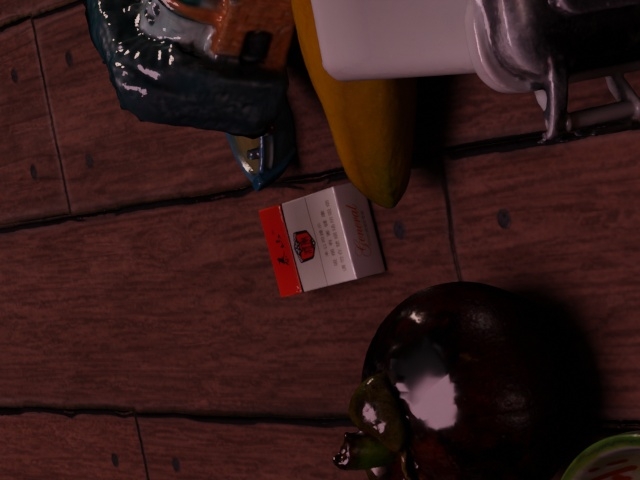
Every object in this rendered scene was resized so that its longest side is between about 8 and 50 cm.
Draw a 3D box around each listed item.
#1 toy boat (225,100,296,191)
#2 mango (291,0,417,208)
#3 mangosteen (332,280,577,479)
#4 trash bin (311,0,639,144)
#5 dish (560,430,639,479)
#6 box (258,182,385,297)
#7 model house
[{"bbox_3d":[-0.105,-0.146,2.057,0.215,0.102,0.088,62,146,20],"label":"toy boat"},{"bbox_3d":[0.039,-0.187,1.802,0.176,0.119,0.317,-135,34,-74],"label":"mango"},{"bbox_3d":[0.122,0.142,1.727,0.216,0.216,0.216,24,120,50],"label":"mangosteen"},{"bbox_3d":[0.148,-0.222,1.552,0.367,0.255,0.296,-5,98,62],"label":"trash bin"},{"bbox_3d":[0.340,0.291,1.543,0.324,0.124,0.324,34,134,44],"label":"dish"},{"bbox_3d":[0.000,0.000,2.002,0.152,0.048,0.100,-16,86,54],"label":"box"},{"bbox_3d":[-0.108,-0.291,1.917,0.253,0.184,0.291,-107,33,-44],"label":"model house"}]
